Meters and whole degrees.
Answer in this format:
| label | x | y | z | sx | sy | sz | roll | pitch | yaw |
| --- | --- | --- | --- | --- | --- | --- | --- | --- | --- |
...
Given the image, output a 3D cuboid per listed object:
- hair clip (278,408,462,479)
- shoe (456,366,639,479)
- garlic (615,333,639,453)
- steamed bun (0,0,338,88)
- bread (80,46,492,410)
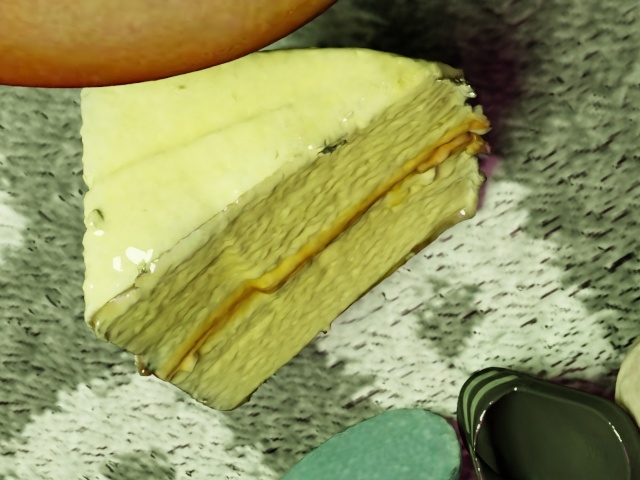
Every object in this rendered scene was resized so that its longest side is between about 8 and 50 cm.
| label | x | y | z | sx | sy | sz | roll | pitch | yaw |
| --- | --- | --- | --- | --- | --- | --- | --- | --- | --- |
| hair clip | -0.069 | 0.318 | 0.998 | 0.392 | 0.318 | 0.238 | -14 | 130 | -2 |
| shoe | 0.110 | 0.113 | 0.957 | 0.049 | 0.179 | 0.071 | -22 | 99 | -23 |
| garlic | 0.267 | 0.088 | 0.924 | 0.227 | 0.152 | 0.228 | 5 | 123 | 8 |
| steamed bun | -0.120 | -0.203 | 0.757 | 0.379 | 0.235 | 0.248 | 7 | 115 | 2 |
| bread | 0.000 | 0.000 | 0.856 | 0.178 | 0.135 | 0.240 | -6 | 162 | 11 |
